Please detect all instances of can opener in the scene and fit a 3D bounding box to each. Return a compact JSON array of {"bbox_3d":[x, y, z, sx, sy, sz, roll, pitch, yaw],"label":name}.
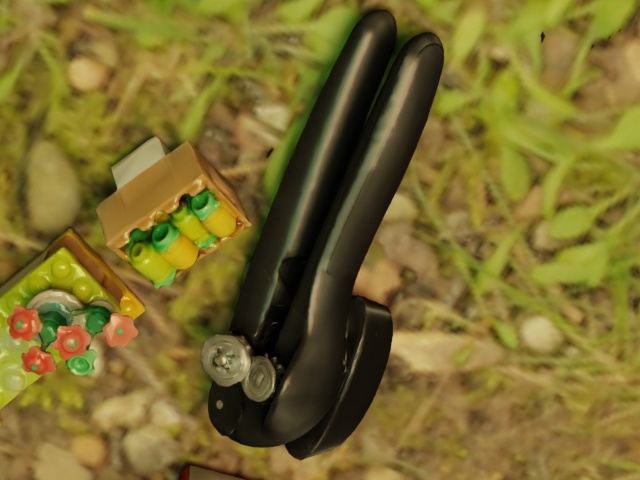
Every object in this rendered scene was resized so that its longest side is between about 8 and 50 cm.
[{"bbox_3d":[0.000,0.000,0.517,0.059,0.073,0.186,23,106,30],"label":"can opener"}]

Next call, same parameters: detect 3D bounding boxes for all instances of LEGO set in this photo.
[{"bbox_3d":[-0.166,0.045,0.487,0.286,0.107,0.132,-4,109,-2],"label":"LEGO set"}]

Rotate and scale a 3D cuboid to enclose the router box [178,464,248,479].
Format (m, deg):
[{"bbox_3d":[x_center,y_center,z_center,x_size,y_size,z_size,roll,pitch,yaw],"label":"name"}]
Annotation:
[{"bbox_3d":[-0.057,0.294,0.457,0.082,0.335,0.301,17,107,-10],"label":"router box"}]
